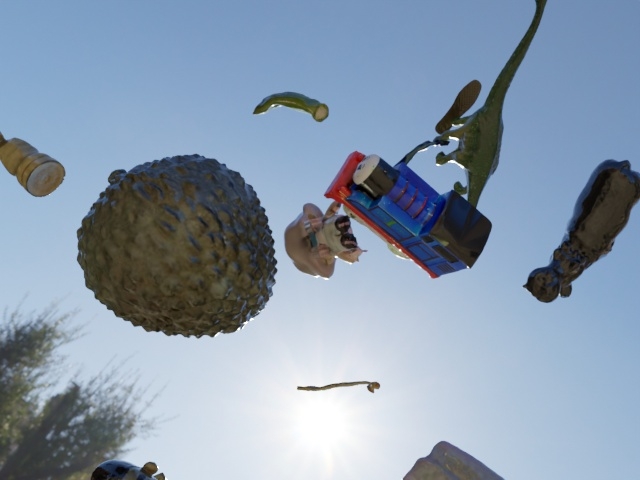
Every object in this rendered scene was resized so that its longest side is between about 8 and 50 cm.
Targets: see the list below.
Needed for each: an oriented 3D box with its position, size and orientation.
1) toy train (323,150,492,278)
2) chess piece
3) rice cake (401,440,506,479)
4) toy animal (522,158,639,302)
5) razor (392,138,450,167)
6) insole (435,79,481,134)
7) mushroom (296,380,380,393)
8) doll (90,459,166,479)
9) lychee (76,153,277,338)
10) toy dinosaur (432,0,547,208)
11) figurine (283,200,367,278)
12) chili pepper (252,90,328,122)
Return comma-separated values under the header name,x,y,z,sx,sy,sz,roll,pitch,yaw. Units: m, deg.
name,x,y,z,sx,sy,sz,roll,pitch,yaw
toy train,0.118,-0.040,0.845,0.204,0.083,0.131,38,-23,-14
chess piece,-0.633,-0.175,1.292,0.200,0.090,0.090,33,-41,19
rice cake,0.062,0.248,0.358,0.106,0.050,0.298,33,-54,31
toy animal,0.539,-0.006,1.260,0.106,0.343,0.168,32,-5,32
razor,0.185,-0.166,1.228,0.044,0.154,0.028,24,-36,56
insole,0.292,-0.280,1.314,0.045,0.002,0.135,32,-71,-23
mushroom,0.036,0.329,1.398,0.028,0.026,0.286,8,-15,-36
doll,-0.230,0.325,0.764,0.088,0.102,0.179,19,-37,23
lychee,-0.186,0.008,0.829,0.274,0.255,0.255,47,-43,-3
toy dinosaur,0.339,-0.200,1.172,0.301,0.087,0.447,-12,-98,59
figurine,0.000,0.000,1.076,0.137,0.112,0.229,67,-22,-4
chili pepper,-0.063,-0.277,1.270,0.201,0.052,0.050,16,-55,41
